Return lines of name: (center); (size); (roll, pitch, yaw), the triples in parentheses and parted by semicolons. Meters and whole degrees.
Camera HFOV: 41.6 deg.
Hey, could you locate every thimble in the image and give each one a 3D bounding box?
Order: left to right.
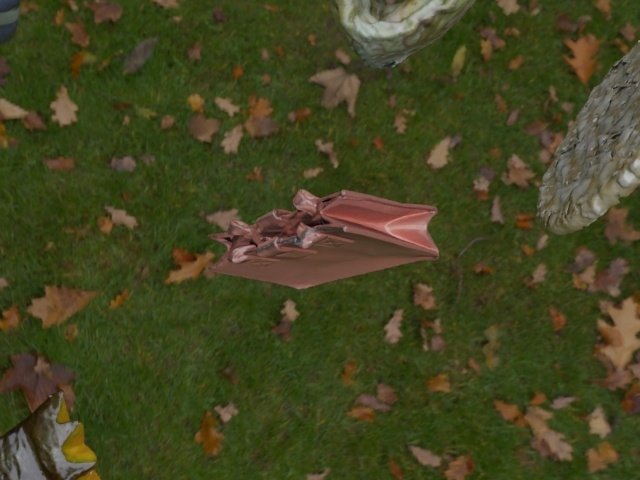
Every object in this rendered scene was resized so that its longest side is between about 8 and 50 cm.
thimble: (0.067, -0.226, 0.661); (0.137, 0.143, 0.190); (26, 103, 2)

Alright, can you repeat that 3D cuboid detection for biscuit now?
biscuit: (0.156, -0.064, 0.419); (0.020, 0.152, 0.152); (34, 64, -3)

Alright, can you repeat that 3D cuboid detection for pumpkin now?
pumpkin: (-0.360, 0.322, 1.035); (0.149, 0.254, 0.130); (-15, 51, -35)

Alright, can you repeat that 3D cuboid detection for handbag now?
handbag: (0.000, 0.000, 0.860); (0.157, 0.212, 0.059); (11, 72, -40)

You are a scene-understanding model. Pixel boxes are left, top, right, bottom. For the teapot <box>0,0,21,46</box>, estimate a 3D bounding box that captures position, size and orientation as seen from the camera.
teapot: (-0.142, -0.148, 0.315); (0.111, 0.149, 0.108); (9, 47, -56)
